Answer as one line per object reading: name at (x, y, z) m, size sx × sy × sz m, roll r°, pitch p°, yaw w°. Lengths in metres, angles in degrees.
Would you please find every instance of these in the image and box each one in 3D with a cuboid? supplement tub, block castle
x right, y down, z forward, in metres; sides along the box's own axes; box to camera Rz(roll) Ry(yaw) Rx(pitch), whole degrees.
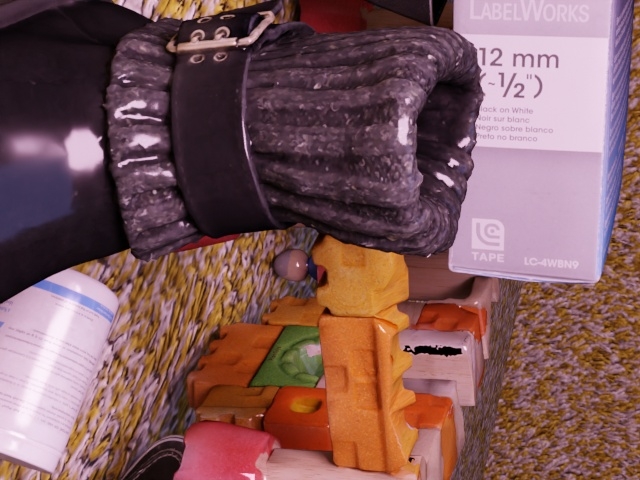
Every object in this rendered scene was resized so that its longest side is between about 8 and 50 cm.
supplement tub at (-0.162, 0.069, 0.763) m, size 0.071 × 0.071 × 0.107 m, roll 62°, pitch 45°, yaw -66°
block castle at (0.000, 0.000, 1.015) m, size 0.453 × 0.212 × 0.303 m, roll -56°, pitch 144°, yaw -64°

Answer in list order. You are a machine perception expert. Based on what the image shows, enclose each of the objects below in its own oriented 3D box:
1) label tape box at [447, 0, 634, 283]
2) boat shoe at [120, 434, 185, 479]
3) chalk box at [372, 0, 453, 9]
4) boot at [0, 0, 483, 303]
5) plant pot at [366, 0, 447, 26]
label tape box at (0.164, -0.174, 0.967) m, size 0.249 × 0.115 × 0.348 m, roll -50°, pitch 140°, yaw -66°
boat shoe at (-0.139, 0.232, 0.961) m, size 0.070 × 0.077 × 0.219 m, roll 76°, pitch 33°, yaw -60°
chalk box at (0.094, -0.228, 1.251) m, size 0.213 × 0.132 × 0.132 m, roll 0°, pitch 104°, yaw -74°
boot at (-0.080, -0.026, 0.616) m, size 0.348 × 0.260 × 0.131 m, roll -54°, pitch 153°, yaw -52°
plant pot at (0.021, -0.285, 0.903) m, size 0.187 × 0.167 × 0.188 m, roll 77°, pitch 32°, yaw -58°
